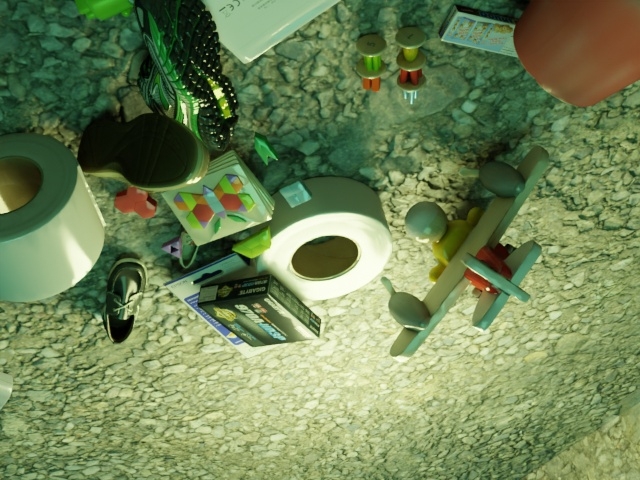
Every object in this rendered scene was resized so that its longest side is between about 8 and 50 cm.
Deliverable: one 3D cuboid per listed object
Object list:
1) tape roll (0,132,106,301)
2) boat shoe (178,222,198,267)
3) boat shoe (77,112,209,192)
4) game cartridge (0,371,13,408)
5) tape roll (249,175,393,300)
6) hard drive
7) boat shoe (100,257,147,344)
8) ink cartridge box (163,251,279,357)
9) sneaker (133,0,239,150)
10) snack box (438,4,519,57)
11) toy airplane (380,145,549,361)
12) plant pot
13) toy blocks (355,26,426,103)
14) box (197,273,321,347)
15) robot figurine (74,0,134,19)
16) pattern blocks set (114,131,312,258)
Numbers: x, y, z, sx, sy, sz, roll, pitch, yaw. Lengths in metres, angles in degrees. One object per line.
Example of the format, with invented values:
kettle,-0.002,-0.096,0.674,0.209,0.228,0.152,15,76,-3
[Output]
tape roll,-0.509,-0.041,1.623,0.246,0.246,0.169,-12,142,-2
boat shoe,-0.260,-0.003,1.906,0.049,0.043,0.137,5,137,-19
boat shoe,-0.275,-0.139,1.574,0.110,0.341,0.122,19,87,-42
game cartridge,-0.855,0.376,2.185,0.297,0.062,0.198,-35,133,25
tape roll,0.000,0.000,1.943,0.286,0.100,0.286,-8,142,-7
hard drive,-0.132,-0.434,1.413,0.233,0.047,0.353,-30,140,20
boat shoe,-0.409,0.126,1.993,0.084,0.079,0.233,5,136,-20
ink cartridge box,-0.174,0.131,2.079,0.175,0.069,0.371,-23,143,13
sneaker,-0.237,-0.263,1.502,0.146,0.134,0.344,10,150,13
snack box,0.296,-0.360,1.653,0.178,0.022,0.064,6,138,-24
toy airplane,0.281,0.024,1.873,0.272,0.386,0.384,36,142,2
plant pot,0.459,-0.364,1.533,0.274,0.275,0.243,10,146,-27
toy blocks,0.124,-0.292,1.659,0.123,0.054,0.148,-12,142,-4
box,-0.125,0.151,1.993,0.175,0.051,0.220,-10,146,26
robot figurine,-0.309,-0.372,1.417,0.115,0.067,0.101,-21,169,11
pattern blocks set,-0.194,-0.074,1.773,0.324,0.026,0.285,-34,117,26
